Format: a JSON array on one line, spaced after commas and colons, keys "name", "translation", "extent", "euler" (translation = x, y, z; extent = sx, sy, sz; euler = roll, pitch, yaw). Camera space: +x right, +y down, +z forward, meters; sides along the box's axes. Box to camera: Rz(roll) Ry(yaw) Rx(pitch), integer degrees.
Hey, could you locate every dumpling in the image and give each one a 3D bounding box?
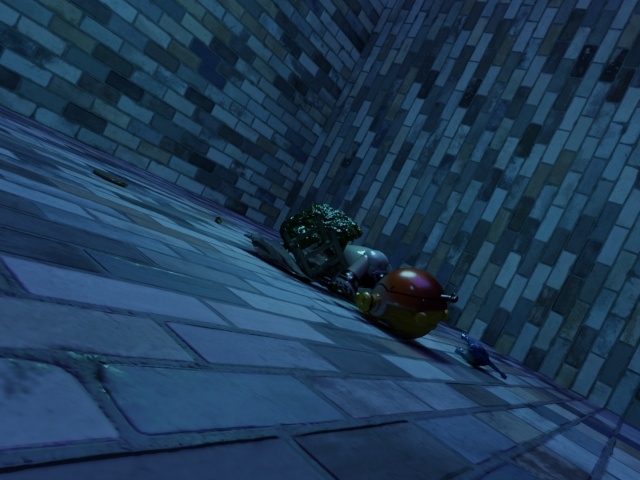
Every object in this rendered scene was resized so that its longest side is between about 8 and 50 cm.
[{"name": "dumpling", "translation": [0.133, 0.135, 1.990], "extent": [0.181, 0.342, 0.260], "euler": [-93, 168, -46]}]

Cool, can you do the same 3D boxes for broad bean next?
[{"name": "broad bean", "translation": [0.140, 0.202, 1.548], "extent": [0.318, 0.055, 0.098], "euler": [21, 10, 7]}]

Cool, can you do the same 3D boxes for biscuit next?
[{"name": "biscuit", "translation": [-0.716, -0.213, 1.612], "extent": [0.120, 0.015, 0.120], "euler": [26, 1, 0]}]

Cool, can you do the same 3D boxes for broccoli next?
[{"name": "broccoli", "translation": [0.000, 0.000, 1.815], "extent": [0.322, 0.283, 0.304], "euler": [-6, 12, 11]}]

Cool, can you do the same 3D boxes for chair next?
[{"name": "chair", "translation": [-0.001, 0.062, 1.543], "extent": [0.136, 0.147, 0.270], "euler": [49, -15, 54]}]

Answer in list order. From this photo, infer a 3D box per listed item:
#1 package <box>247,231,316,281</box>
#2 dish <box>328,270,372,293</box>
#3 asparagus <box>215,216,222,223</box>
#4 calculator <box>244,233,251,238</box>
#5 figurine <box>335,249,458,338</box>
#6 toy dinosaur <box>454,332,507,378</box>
[{"name": "package", "translation": [-0.133, 0.064, 1.607], "extent": [0.251, 0.062, 0.204], "euler": [40, 4, 14]}, {"name": "dish", "translation": [0.170, 0.176, 1.769], "extent": [0.303, 0.120, 0.303], "euler": [27, -1, 0]}, {"name": "asparagus", "translation": [-0.453, -0.090, 2.097], "extent": [0.021, 0.025, 0.108], "euler": [37, -3, -21]}, {"name": "calculator", "translation": [-0.267, 0.009, 2.144], "extent": [0.172, 0.018, 0.057], "euler": [26, -1, 10]}, {"name": "figurine", "translation": [0.232, 0.161, 1.392], "extent": [0.323, 0.195, 0.320], "euler": [32, 17, 33]}, {"name": "toy dinosaur", "translation": [0.515, 0.379, 1.577], "extent": [0.329, 0.076, 0.144], "euler": [40, -2, -42]}]
